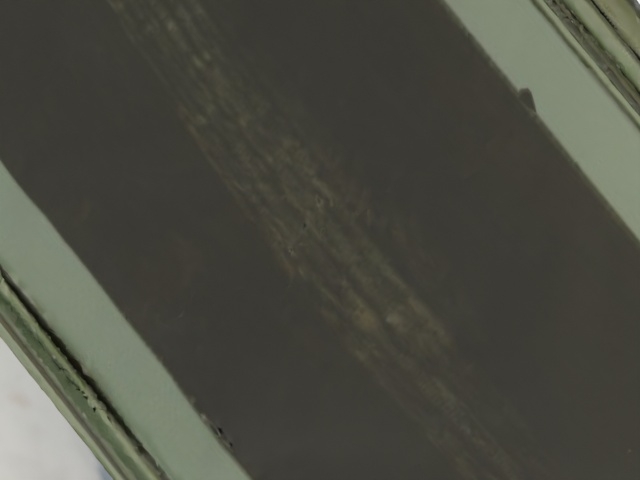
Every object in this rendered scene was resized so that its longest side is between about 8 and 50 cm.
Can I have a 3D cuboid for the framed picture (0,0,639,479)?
[{"bbox_3d":[0.000,0.000,0.542,0.293,0.231,0.018,51,-151,5],"label":"framed picture"}]
